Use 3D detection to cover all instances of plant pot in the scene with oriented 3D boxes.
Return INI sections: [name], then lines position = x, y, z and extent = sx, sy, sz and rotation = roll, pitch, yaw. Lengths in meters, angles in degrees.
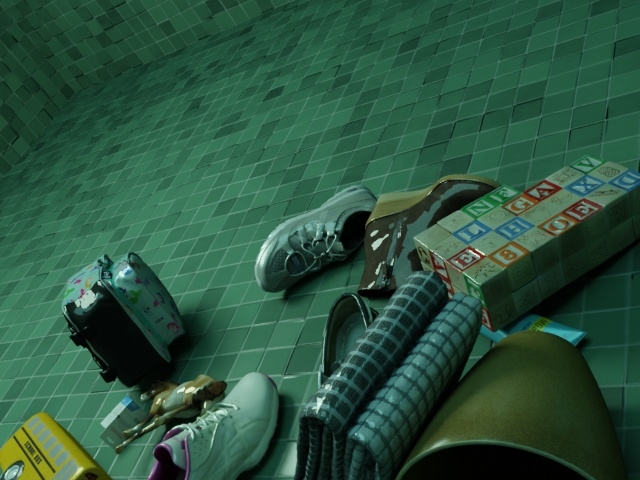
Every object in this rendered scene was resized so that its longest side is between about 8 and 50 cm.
[plant pot]
position = 0.224, 0.218, 0.867
extent = 0.237, 0.237, 0.254
rotation = -15, 25, 31

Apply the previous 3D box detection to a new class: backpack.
[backpack]
position = -0.389, 0.138, 1.547
extent = 0.191, 0.225, 0.253
rotation = -39, 21, -11

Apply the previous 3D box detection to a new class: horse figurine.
[horse figurine]
position = -0.239, 0.278, 1.337
extent = 0.263, 0.066, 0.174
rotation = -24, 10, 37

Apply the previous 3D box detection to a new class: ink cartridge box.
[ink cartridge box]
position = -0.359, 0.328, 1.425
extent = 0.083, 0.048, 0.028
rotation = -47, 33, -19

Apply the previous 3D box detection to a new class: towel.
[towel]
position = 0.074, 0.198, 0.939
extent = 0.121, 0.284, 0.235
rotation = 29, 56, 18

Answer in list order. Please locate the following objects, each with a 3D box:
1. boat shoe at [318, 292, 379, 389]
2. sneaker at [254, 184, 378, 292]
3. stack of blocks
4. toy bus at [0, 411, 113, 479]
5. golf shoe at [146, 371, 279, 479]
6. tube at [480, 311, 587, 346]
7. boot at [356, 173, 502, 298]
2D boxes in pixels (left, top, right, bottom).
[boat shoe]
position = 0.043, 0.204, 1.160
extent = 0.114, 0.091, 0.303
rotation = -24, 34, 16
[sneaker]
position = 0.000, 0.000, 1.462
extent = 0.281, 0.105, 0.115
rotation = -39, 31, -7
[stack of blocks]
position = 0.308, -0.012, 1.143
extent = 0.297, 0.087, 0.171
rotation = -30, 31, -12
[toy bus]
position = -0.434, 0.414, 1.329
extent = 0.130, 0.108, 0.332
rotation = -46, 32, -20
[golf shoe]
position = -0.163, 0.306, 1.182
extent = 0.115, 0.140, 0.306
rotation = -9, 39, 39
[tube]
position = 0.266, 0.121, 1.106
extent = 0.080, 0.052, 0.207
rotation = -49, 37, -11
[boot]
position = 0.184, 0.001, 1.336
extent = 0.248, 0.090, 0.207
rotation = -9, 54, 32
